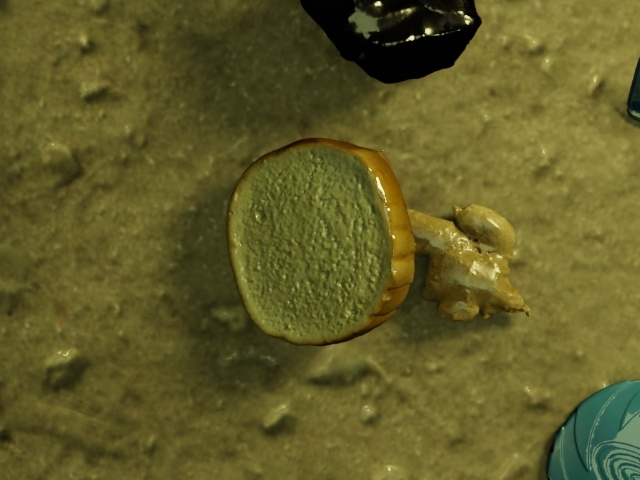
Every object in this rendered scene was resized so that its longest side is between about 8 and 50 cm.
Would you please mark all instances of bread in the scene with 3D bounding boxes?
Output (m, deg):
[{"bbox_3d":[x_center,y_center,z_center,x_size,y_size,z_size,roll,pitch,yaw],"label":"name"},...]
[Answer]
[{"bbox_3d":[0.000,0.000,1.321,0.236,0.070,0.236,4,99,30],"label":"bread"}]

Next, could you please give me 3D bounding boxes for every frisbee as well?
[{"bbox_3d":[0.374,0.272,1.353,0.242,0.045,0.242,1,100,8],"label":"frisbee"}]

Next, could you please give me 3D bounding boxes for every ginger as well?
[{"bbox_3d":[0.126,0.025,1.346,0.214,0.059,0.133,1,94,7],"label":"ginger"}]

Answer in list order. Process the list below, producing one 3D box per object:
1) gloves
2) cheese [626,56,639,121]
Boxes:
[{"bbox_3d":[0.042,-0.309,1.266,0.197,0.152,0.301,-15,89,-11],"label":"gloves"},{"bbox_3d":[0.460,-0.123,1.249,0.286,0.074,0.189,20,139,16],"label":"cheese"}]
